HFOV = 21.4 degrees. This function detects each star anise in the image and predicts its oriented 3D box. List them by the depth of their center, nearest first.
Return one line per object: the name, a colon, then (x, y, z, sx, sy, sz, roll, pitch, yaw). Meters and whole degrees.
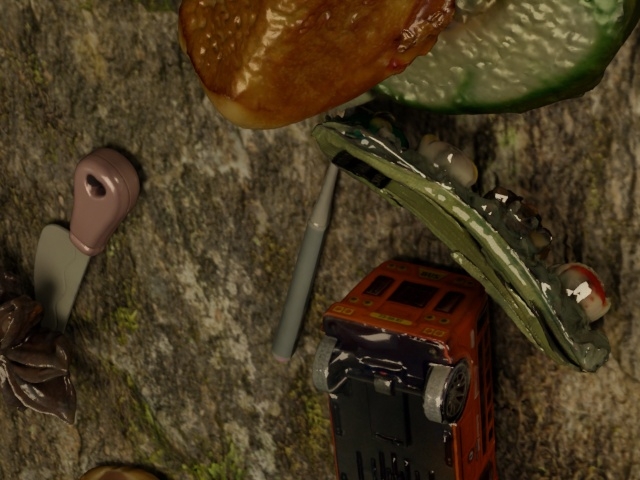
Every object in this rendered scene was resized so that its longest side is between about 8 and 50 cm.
star anise: (-0.337, 0.115, 1.913, 0.197, 0.073, 0.212, 20, 133, 49)

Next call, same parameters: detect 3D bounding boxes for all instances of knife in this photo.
knife: (-0.272, 0.012, 1.832, 0.081, 0.043, 0.336, 43, 138, 8)

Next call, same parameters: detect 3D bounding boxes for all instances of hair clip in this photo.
hair clip: (0.138, -0.016, 1.481, 0.321, 0.091, 0.138, 43, 176, -3)

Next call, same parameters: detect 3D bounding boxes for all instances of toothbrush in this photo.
toothbrush: (-0.002, -0.001, 1.640, 0.030, 0.025, 0.342, 27, 133, 9)

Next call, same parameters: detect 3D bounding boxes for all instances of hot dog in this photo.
hot dog: (0.012, -0.198, 1.203, 0.150, 0.153, 0.257, 57, 134, 33)

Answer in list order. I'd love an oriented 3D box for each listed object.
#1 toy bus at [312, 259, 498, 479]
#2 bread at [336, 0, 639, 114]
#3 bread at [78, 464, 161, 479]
toy bus: (0.093, 0.190, 1.624, 0.143, 0.153, 0.329, 12, 126, 27)
bread: (0.077, -0.239, 1.331, 0.366, 0.129, 0.382, 38, 136, 5)
bread: (-0.222, 0.409, 2.057, 0.142, 0.091, 0.305, 6, 125, 26)
